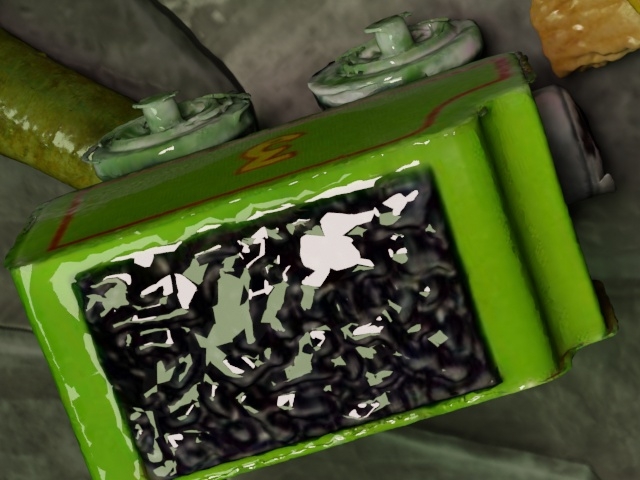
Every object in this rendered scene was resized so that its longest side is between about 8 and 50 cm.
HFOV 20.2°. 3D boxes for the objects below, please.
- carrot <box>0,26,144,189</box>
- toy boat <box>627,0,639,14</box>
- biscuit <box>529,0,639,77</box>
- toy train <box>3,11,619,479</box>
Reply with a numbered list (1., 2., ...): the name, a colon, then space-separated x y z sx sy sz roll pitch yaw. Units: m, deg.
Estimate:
1. carrot: -0.119 -0.055 1.098 0.358 0.074 0.074 26 126 13
2. toy boat: 0.250 -0.123 0.768 0.318 0.141 0.099 10 161 36
3. biscuit: 0.197 -0.160 0.877 0.224 0.033 0.144 -14 109 32
4. toy train: 0.000 0.000 0.917 0.307 0.249 0.173 -17 105 6
